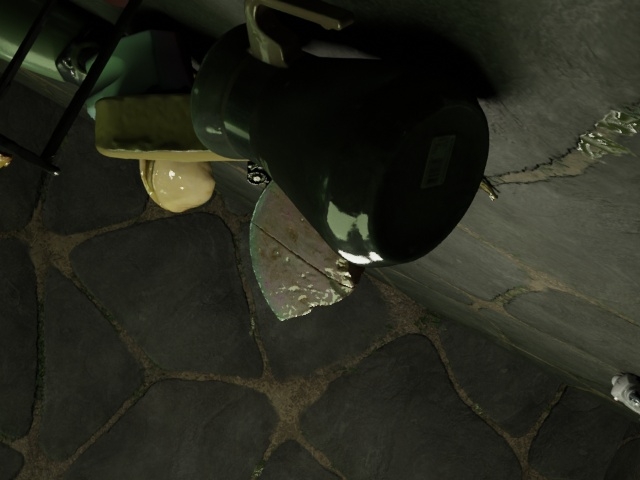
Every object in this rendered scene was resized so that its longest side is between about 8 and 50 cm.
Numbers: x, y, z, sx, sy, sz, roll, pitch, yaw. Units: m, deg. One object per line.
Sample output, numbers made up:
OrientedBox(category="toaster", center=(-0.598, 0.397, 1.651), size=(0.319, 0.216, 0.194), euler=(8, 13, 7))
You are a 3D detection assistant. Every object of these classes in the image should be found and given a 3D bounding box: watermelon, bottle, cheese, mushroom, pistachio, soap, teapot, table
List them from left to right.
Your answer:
OrientedBox(category="table", center=(-0.441, -0.318, 1.063), size=(0.222, 0.335, 0.272), euler=(25, 174, 36))
OrientedBox(category="bottle", center=(-0.563, -0.423, 1.624), size=(0.347, 0.168, 0.168), euler=(25, 175, -4))
OrientedBox(category="soap", center=(-0.332, -0.299, 1.442), size=(0.193, 0.109, 0.324), euler=(-6, -179, -37))
OrientedBox(category="pistachio", center=(-0.461, -0.228, 2.454), size=(0.229, 0.238, 0.321), euler=(20, 151, 26))
OrientedBox(category="cheese", center=(-0.186, -0.199, 1.411), size=(0.384, 0.104, 0.384), euler=(-1, -176, 0))
OrientedBox(category="watermelon", center=(0.010, -0.028, 1.614), size=(0.292, 0.222, 0.319), euler=(-13, 102, 44))
OrientedBox(category="teapot", center=(0.010, -0.152, 0.953), size=(0.344, 0.253, 0.300), euler=(31, 143, 36))
OrientedBox(category="mushroom", center=(0.201, -0.131, 1.174), size=(0.026, 0.028, 0.286), euler=(-26, 142, 28))

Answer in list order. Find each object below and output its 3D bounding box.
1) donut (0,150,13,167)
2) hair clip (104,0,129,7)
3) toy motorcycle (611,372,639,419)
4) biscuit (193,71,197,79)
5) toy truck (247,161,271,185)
OrientedBox(category="donut", center=(-0.535, -0.134, 1.071), size=(0.190, 0.074, 0.174), euler=(28, 175, 14))
OrientedBox(category="hair clip", center=(-0.367, -0.427, 1.310), size=(0.137, 0.022, 0.054), euler=(26, 171, 25))
OrientedBox(category="toy motorcycle", center=(0.971, 0.473, 2.358), size=(0.171, 0.110, 0.260), euler=(45, -168, 36))
OrientedBox(category="biscuit", center=(-0.248, -0.315, 1.683), size=(0.254, 0.029, 0.172), euler=(35, 172, -41))
OrientedBox(category="toy truck", center=(-0.055, -0.151, 1.672), size=(0.127, 0.127, 0.257), euler=(-25, 141, 33))
